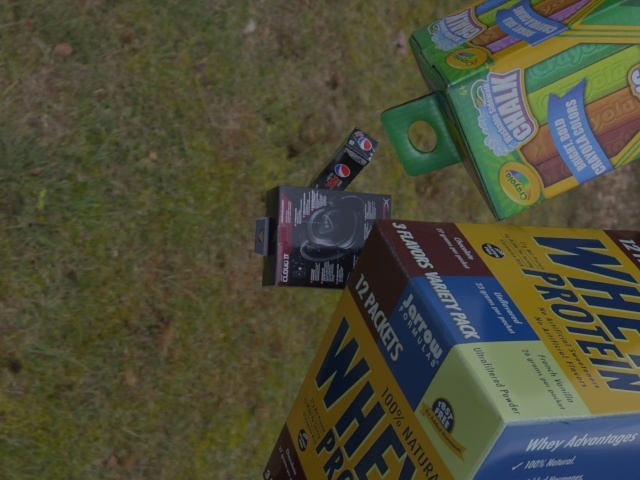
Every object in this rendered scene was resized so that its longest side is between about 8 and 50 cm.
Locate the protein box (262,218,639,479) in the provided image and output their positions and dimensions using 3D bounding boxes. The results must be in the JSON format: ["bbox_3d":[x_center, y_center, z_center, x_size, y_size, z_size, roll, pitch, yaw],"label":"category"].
[{"bbox_3d":[0.104,0.110,0.518,0.199,0.136,0.201,2,128,-28],"label":"protein box"}]

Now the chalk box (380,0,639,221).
[{"bbox_3d":[0.214,-0.158,1.029,0.180,0.289,0.179,60,7,-30],"label":"chalk box"}]

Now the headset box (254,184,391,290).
[{"bbox_3d":[0.000,0.000,0.586,0.083,0.032,0.062,3,85,-19],"label":"headset box"}]

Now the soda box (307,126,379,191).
[{"bbox_3d":[0.035,-0.126,1.686,0.053,0.169,0.060,35,47,-8],"label":"soda box"}]
